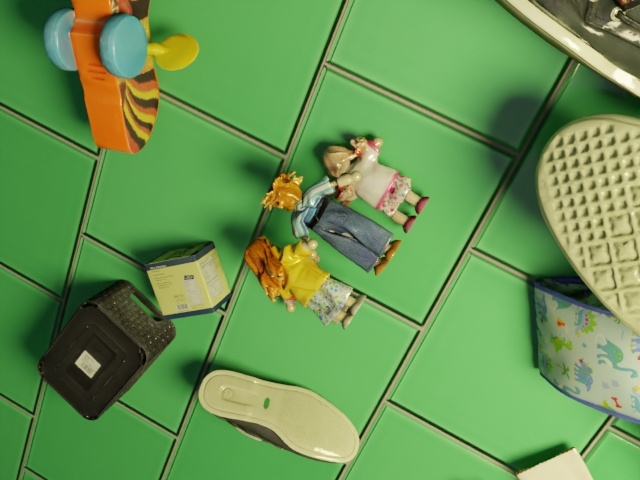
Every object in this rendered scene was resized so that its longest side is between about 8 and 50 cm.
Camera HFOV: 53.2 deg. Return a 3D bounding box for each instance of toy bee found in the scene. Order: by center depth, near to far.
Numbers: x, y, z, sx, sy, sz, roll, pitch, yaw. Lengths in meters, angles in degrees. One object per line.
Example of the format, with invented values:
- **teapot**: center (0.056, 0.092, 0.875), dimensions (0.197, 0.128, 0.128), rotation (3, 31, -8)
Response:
- **toy bee**: center (-0.231, -0.258, 0.747), dimensions (0.195, 0.162, 0.298), rotation (26, 140, 0)

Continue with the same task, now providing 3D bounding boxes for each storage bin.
- **storage bin**: center (-0.315, 0.162, 0.941), dimensions (0.122, 0.084, 0.180), rotation (43, 115, 0)

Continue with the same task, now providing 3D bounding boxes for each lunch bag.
- **lunch bag**: center (0.309, 0.112, 0.708), dimensions (0.151, 0.096, 0.129), rotation (10, 114, 47)

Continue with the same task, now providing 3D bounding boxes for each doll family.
- **doll family**: center (0.000, 0.000, 0.757), dimensions (0.163, 0.118, 0.263), rotation (33, 116, 6)

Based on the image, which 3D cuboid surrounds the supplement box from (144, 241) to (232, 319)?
- **supplement box**: center (-0.179, 0.055, 0.872), dimensions (0.083, 0.056, 0.083), rotation (-11, 105, 22)

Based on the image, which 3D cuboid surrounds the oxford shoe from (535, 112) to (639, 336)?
- **oxford shoe**: center (0.388, 0.044, 0.555), dimensions (0.449, 0.130, 0.169), rotation (38, 122, 20)

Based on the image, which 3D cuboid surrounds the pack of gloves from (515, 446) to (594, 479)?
- **pack of gloves**: center (0.301, 0.393, 0.847), dimensions (0.195, 0.046, 0.232), rotation (-32, 99, 14)

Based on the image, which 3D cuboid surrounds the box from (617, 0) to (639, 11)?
- **box**: center (0.258, -0.324, 0.491), dimensions (0.159, 0.044, 0.233), rotation (-32, 97, 3)

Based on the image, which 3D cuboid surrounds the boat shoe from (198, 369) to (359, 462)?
- **boat shoe**: center (-0.057, 0.249, 0.901), dimensions (0.233, 0.084, 0.079), rotation (21, 152, 4)

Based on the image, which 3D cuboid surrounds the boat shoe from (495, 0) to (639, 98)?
- **boat shoe**: center (0.292, -0.199, 0.586), dimensions (0.340, 0.127, 0.113), rotation (36, 115, 2)
